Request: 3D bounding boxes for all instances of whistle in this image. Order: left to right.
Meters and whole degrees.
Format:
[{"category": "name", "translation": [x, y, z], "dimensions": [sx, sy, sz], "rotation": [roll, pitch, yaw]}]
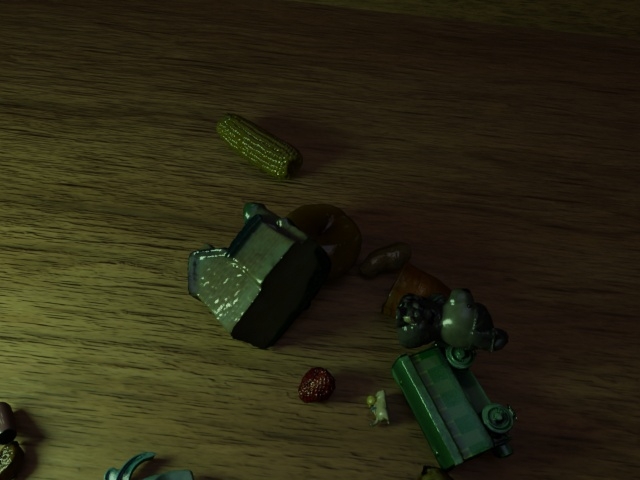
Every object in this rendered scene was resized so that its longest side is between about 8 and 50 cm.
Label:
[{"category": "whistle", "translation": [-0.387, 0.526, 0.926], "dimensions": [0.274, 0.093, 0.186], "rotation": [-13, 52, -19]}]

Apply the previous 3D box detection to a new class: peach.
[{"category": "peach", "translation": [0.000, 0.000, 1.361], "dimensions": [0.252, 0.153, 0.250], "rotation": [2, 58, -3]}]

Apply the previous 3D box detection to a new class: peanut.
[{"category": "peanut", "translation": [0.194, 0.058, 1.378], "dimensions": [0.175, 0.080, 0.080], "rotation": [-21, 55, -17]}]

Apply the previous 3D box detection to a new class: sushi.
[{"category": "sushi", "translation": [-0.648, 0.466, 0.977], "dimensions": [0.051, 0.047, 0.099], "rotation": [-2, 46, 12]}]

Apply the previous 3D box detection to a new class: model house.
[{"category": "model house", "translation": [-0.173, 0.067, 1.193], "dimensions": [0.284, 0.243, 0.298], "rotation": [35, 84, 27]}]

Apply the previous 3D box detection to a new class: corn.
[{"category": "corn", "translation": [-0.215, -0.328, 1.621], "dimensions": [0.345, 0.131, 0.131], "rotation": [36, 56, 22]}]

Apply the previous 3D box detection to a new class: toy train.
[{"category": "toy train", "translation": [0.309, 0.376, 1.097], "dimensions": [0.203, 0.120, 0.300], "rotation": [-17, 54, -14]}]

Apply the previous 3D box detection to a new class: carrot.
[{"category": "carrot", "translation": [0.288, 0.173, 1.258], "dimensions": [0.225, 0.159, 0.159], "rotation": [28, 53, 3]}]

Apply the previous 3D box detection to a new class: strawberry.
[{"category": "strawberry", "translation": [-0.011, 0.347, 1.120], "dimensions": [0.096, 0.083, 0.083], "rotation": [-45, 63, -2]}]

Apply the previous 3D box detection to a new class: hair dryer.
[{"category": "hair dryer", "translation": [-0.720, 0.431, 0.994], "dimensions": [0.154, 0.054, 0.106], "rotation": [-48, 43, -14]}]

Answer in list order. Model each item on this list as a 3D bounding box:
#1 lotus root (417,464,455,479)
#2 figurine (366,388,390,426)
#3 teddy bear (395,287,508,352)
[{"category": "lotus root", "translation": [0.275, 0.575, 0.931], "dimensions": [0.097, 0.110, 0.258], "rotation": [-21, 55, -23]}, {"category": "figurine", "translation": [0.136, 0.396, 1.113], "dimensions": [0.051, 0.047, 0.083], "rotation": [-7, 46, 2]}, {"category": "teddy bear", "translation": [0.302, 0.181, 1.121], "dimensions": [0.251, 0.171, 0.144], "rotation": [-1, 93, 6]}]
